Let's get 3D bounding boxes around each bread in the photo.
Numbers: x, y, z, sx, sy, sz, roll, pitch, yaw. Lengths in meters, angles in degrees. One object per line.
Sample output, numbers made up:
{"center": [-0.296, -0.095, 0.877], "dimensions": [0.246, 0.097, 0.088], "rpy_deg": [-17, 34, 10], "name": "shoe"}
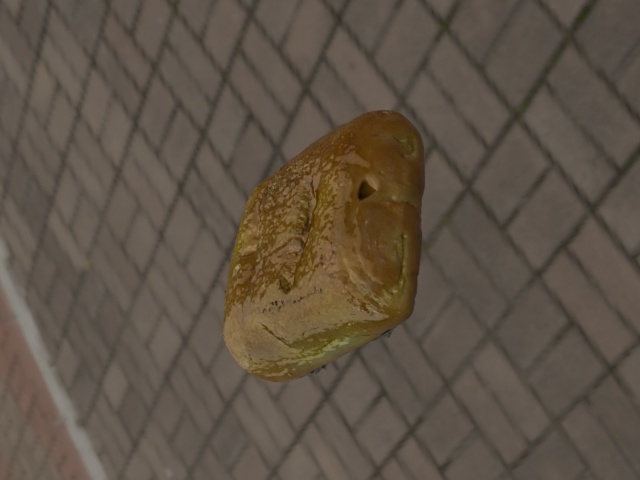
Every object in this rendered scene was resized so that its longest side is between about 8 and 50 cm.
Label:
{"center": [-0.007, -0.003, 1.904], "dimensions": [0.337, 0.148, 0.328], "rpy_deg": [-28, 47, 48], "name": "bread"}
